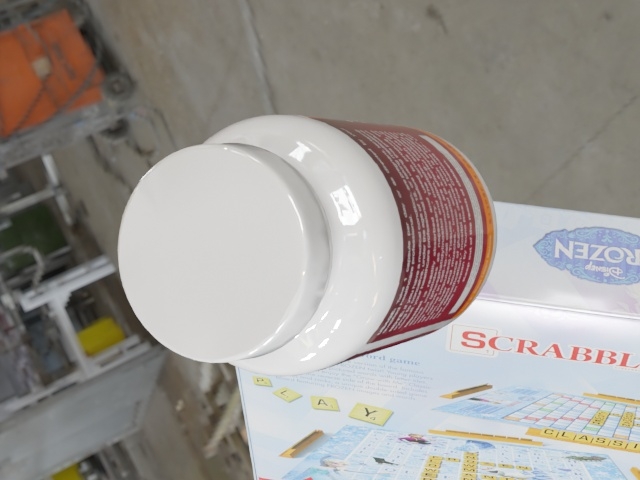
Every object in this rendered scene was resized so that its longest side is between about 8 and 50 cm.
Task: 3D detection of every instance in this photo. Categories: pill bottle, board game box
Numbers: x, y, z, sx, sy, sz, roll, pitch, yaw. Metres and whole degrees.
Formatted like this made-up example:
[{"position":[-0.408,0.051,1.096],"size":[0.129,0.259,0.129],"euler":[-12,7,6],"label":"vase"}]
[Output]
[{"position":[0.000,0.000,0.424],"size":[0.086,0.152,0.086],"euler":[1,93,25],"label":"pill bottle"},{"position":[0.111,0.096,0.740],"size":[0.318,0.319,0.066],"euler":[88,-169,-55],"label":"board game box"}]
